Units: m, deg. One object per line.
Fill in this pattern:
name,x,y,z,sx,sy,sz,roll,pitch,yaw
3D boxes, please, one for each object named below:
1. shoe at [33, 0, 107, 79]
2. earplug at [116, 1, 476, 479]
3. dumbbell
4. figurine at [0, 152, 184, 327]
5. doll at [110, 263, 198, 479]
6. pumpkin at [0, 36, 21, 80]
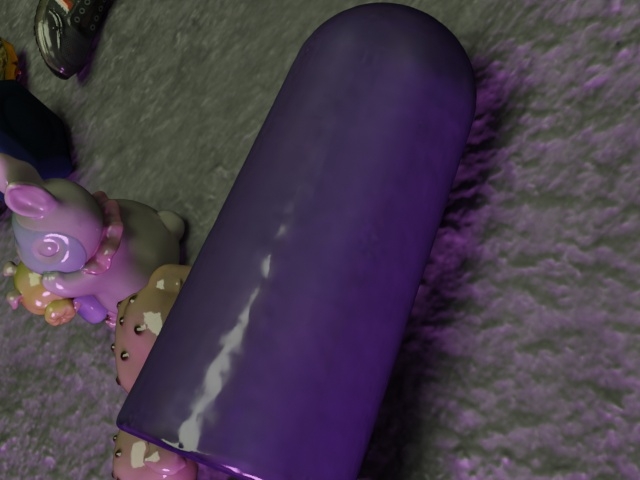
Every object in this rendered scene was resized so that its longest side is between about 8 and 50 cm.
shoe,-0.293,-0.292,1.833,0.077,0.074,0.194,-10,65,36
earplug,0.000,0.000,1.335,0.215,0.215,0.456,11,76,45
dumbbell,-0.452,-0.054,1.835,0.325,0.144,0.160,-36,54,27
figurine,-0.269,0.003,1.569,0.155,0.235,0.127,-40,50,25
doll,-0.149,0.164,1.467,0.154,0.119,0.278,153,122,-75
pumpkin,-0.408,-0.207,1.936,0.073,0.035,0.101,-45,47,42
